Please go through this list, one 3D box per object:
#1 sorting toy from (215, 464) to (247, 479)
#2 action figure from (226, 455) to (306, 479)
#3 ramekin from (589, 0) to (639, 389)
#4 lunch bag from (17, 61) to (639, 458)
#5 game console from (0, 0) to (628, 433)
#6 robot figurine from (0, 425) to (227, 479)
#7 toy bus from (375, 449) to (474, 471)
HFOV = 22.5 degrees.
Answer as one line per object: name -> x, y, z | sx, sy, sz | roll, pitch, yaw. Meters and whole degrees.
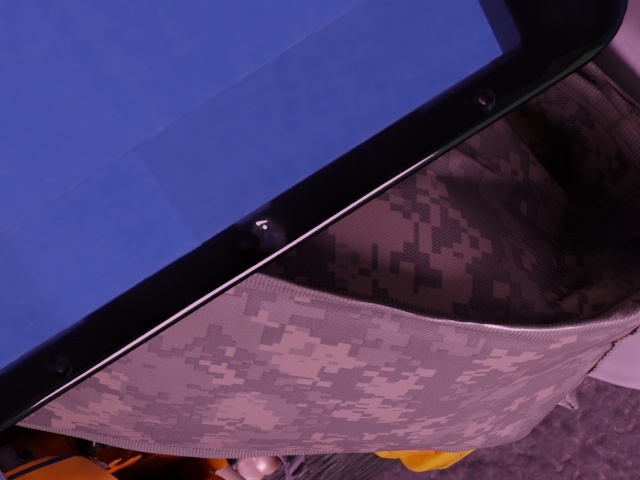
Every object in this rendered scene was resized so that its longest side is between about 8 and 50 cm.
sorting toy -> -0.136, 0.180, 1.148 | 0.132, 0.046, 0.274 | -16, 137, 27
action figure -> -0.109, 0.162, 1.277 | 0.285, 0.099, 0.185 | -20, -175, 11
ramekin -> 0.127, -0.073, 0.751 | 0.127, 0.273, 0.273 | -40, 170, -22
lunch bag -> 0.000, 0.000, 0.685 | 0.287, 0.169, 0.235 | 11, 157, -6
game console -> -0.079, -0.085, 0.442 | 0.293, 0.173, 0.250 | -33, 166, 5
robot figurine -> -0.165, 0.146, 0.843 | 0.211, 0.085, 0.291 | -38, 165, 31
toy bus -> 0.000, 0.022, 0.896 | 0.211, 0.220, 0.149 | -4, 147, -48
